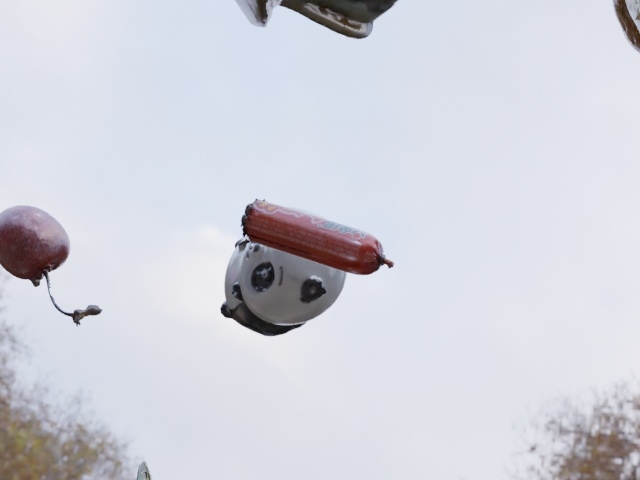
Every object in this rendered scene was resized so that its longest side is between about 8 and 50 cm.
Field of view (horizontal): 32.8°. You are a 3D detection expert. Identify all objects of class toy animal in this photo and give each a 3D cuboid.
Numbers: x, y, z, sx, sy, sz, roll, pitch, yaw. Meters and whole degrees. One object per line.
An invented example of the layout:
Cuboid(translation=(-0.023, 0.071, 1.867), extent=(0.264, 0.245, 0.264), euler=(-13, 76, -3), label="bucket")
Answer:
Cuboid(translation=(-0.052, 0.048, 1.707), extent=(0.165, 0.187, 0.235), euler=(15, -19, -15), label="toy animal")

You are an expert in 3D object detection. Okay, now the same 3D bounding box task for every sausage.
Cuboid(translation=(0.000, 0.000, 0.978), extent=(0.145, 0.048, 0.050), euler=(18, -31, 24), label="sausage")

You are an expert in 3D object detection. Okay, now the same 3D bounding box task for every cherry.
Cuboid(translation=(-0.373, 0.033, 1.499), extent=(0.225, 0.107, 0.090), euler=(45, -71, 18), label="cherry")

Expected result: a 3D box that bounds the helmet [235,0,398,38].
Cuboid(translation=(0.019, -0.151, 0.244), extent=(0.198, 0.224, 0.130), euler=(-45, -95, 3), label="helmet")

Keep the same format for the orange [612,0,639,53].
Cuboid(translation=(0.556, -0.376, 1.590), extent=(0.264, 0.264, 0.264), euler=(9, -41, 8), label="orange")

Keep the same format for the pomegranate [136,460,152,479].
Cuboid(translation=(-0.127, 0.296, 0.860), extent=(0.236, 0.302, 0.236), euler=(-3, -77, -12), label="pomegranate")

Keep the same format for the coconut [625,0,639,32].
Cuboid(translation=(0.548, -0.268, 1.174), extent=(0.405, 0.404, 0.404), euler=(9, -41, 8), label="coconut")
